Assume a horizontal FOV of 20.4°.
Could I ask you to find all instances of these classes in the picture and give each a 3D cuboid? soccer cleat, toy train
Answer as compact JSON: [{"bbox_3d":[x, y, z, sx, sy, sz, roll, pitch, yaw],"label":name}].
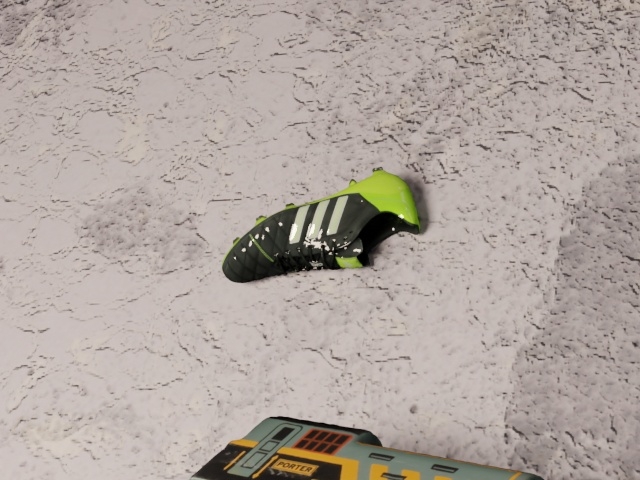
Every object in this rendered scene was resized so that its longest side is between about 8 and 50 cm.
[{"bbox_3d":[0.000,0.000,1.541,0.179,0.060,0.072,-25,57,2],"label":"soccer cleat"},{"bbox_3d":[0.037,0.213,1.200,0.334,0.142,0.190,4,31,38],"label":"toy train"}]
